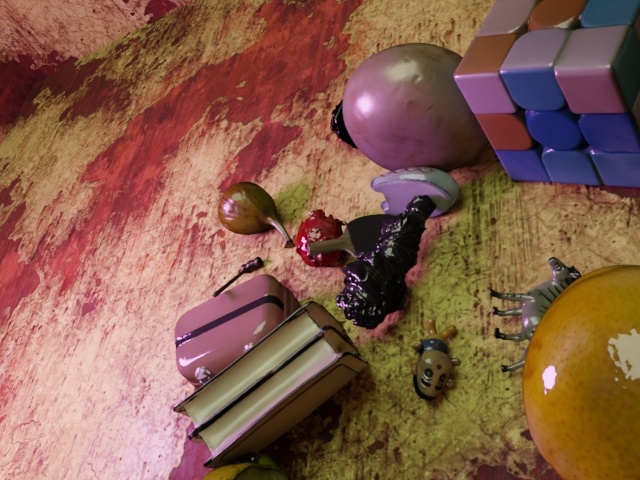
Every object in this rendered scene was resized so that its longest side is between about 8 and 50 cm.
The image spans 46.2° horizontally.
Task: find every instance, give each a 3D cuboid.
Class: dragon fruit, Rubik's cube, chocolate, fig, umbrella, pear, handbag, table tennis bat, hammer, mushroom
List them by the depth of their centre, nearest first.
[{"bbox_3d":[0.464,0.210,1.062,0.362,0.362,0.418,-29,26,14],"label":"pear"},{"bbox_3d":[-0.172,0.509,1.396,0.164,0.238,0.255,-16,46,36],"label":"pear"},{"bbox_3d":[-0.091,0.300,1.533,0.358,0.236,0.160,-38,62,1],"label":"handbag"},{"bbox_3d":[0.542,-0.346,1.551,0.344,0.346,0.347,10,59,45],"label":"Rubik's cube"},{"bbox_3d":[0.140,0.035,1.657,0.128,0.154,0.336,123,168,-65],"label":"umbrella"},{"bbox_3d":[-0.191,0.245,1.740,0.302,0.149,0.283,-25,43,16],"label":"handbag"},{"bbox_3d":[0.092,0.000,1.750,0.247,0.022,0.138,-11,52,-8],"label":"table tennis bat"},{"bbox_3d":[0.234,-0.322,1.760,0.362,0.362,0.294,-8,56,34],"label":"mushroom"},{"bbox_3d":[0.000,0.000,1.839,0.136,0.133,0.166,0,48,-13],"label":"dragon fruit"},{"bbox_3d":[-0.211,0.094,1.868,0.058,0.029,0.292,-29,5,17],"label":"hammer"},{"bbox_3d":[-0.167,-0.068,2.025,0.151,0.151,0.259,-50,43,-12],"label":"fig"},{"bbox_3d":[0.076,-0.323,2.096,0.156,0.156,0.133,-57,23,-20],"label":"chocolate"}]

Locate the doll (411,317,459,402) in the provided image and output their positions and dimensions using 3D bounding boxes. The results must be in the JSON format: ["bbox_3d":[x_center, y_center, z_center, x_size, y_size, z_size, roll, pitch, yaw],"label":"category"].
[{"bbox_3d":[0.223,0.233,1.468,0.089,0.102,0.179,119,168,-58],"label":"doll"}]

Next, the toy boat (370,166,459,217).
[{"bbox_3d":[0.225,-0.119,1.759,0.208,0.134,0.079,-4,41,32],"label":"toy boat"}]

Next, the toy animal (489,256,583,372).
[{"bbox_3d":[0.412,0.140,1.412,0.176,0.073,0.217,-7,52,15],"label":"toy animal"}]
